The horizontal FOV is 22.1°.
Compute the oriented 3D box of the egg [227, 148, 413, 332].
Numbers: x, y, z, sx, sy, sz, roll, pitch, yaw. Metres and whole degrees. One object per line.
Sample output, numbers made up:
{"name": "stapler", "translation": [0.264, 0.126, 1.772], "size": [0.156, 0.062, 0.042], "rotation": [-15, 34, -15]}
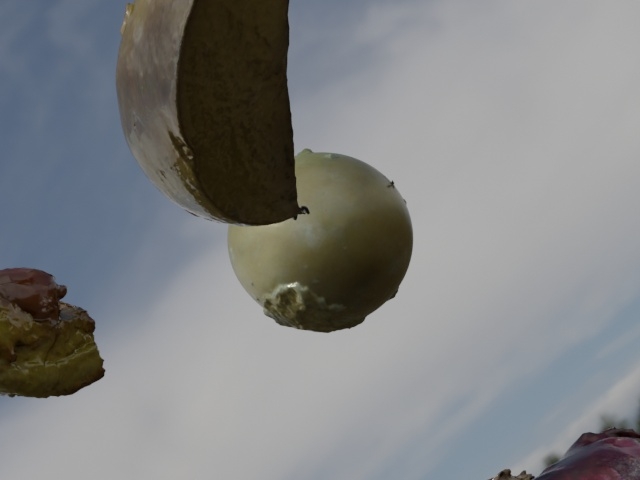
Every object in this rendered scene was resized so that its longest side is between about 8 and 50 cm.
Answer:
{"name": "egg", "translation": [-0.003, 0.001, 1.459], "size": [0.164, 0.164, 0.201], "rotation": [-30, 14, -23]}

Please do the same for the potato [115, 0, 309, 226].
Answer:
{"name": "potato", "translation": [-0.083, -0.118, 1.060], "size": [0.098, 0.138, 0.243], "rotation": [-23, -47, -27]}

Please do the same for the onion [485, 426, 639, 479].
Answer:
{"name": "onion", "translation": [0.191, 0.281, 1.278], "size": [0.314, 0.232, 0.314], "rotation": [-44, -24, -26]}

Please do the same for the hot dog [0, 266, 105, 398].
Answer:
{"name": "hot dog", "translation": [-0.160, 0.024, 0.560], "size": [0.169, 0.061, 0.078], "rotation": [-4, 17, -12]}
